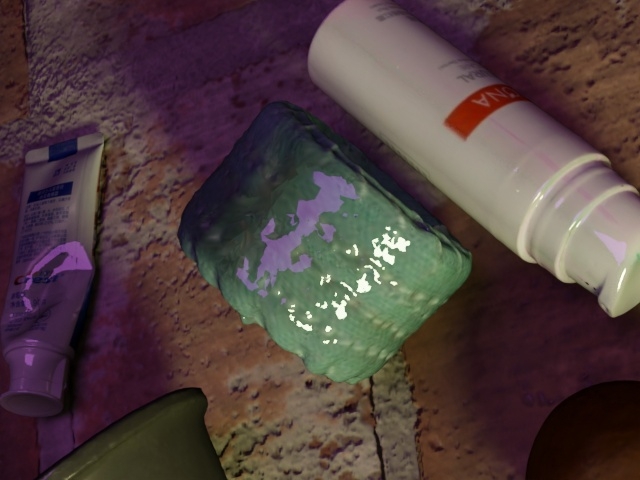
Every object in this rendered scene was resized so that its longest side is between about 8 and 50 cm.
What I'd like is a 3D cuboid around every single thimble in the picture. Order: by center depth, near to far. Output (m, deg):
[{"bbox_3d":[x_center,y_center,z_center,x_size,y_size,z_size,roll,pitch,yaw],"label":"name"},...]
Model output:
[{"bbox_3d":[0.000,0.000,1.215,0.143,0.198,0.235,-49,24,8],"label":"thimble"}]

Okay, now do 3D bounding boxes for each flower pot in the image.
[{"bbox_3d":[-0.149,0.252,1.203,0.269,0.269,0.166,-44,78,10],"label":"flower pot"}]

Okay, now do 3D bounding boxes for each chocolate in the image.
[{"bbox_3d":[0.212,0.167,1.055,0.177,0.177,0.176,-10,68,27],"label":"chocolate"}]

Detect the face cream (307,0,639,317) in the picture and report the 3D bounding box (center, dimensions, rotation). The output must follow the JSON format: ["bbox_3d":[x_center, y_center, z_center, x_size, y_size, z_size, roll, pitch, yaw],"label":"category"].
[{"bbox_3d":[0.130,-0.071,1.217,0.345,0.102,0.102,41,95,33],"label":"face cream"}]

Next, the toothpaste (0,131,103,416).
[{"bbox_3d":[-0.246,0.026,1.433,0.096,0.061,0.266,-12,60,27],"label":"toothpaste"}]
